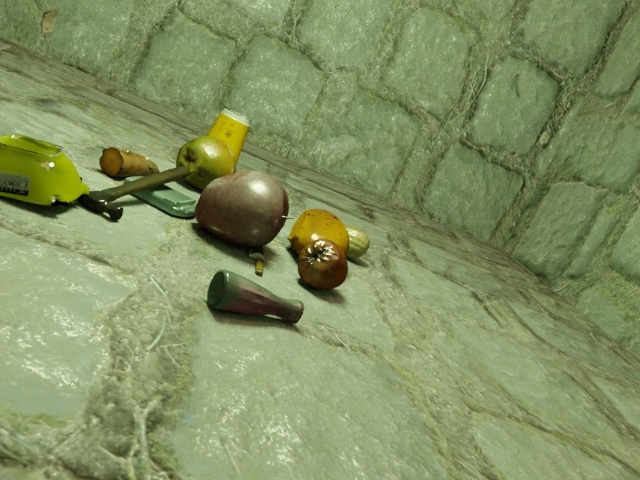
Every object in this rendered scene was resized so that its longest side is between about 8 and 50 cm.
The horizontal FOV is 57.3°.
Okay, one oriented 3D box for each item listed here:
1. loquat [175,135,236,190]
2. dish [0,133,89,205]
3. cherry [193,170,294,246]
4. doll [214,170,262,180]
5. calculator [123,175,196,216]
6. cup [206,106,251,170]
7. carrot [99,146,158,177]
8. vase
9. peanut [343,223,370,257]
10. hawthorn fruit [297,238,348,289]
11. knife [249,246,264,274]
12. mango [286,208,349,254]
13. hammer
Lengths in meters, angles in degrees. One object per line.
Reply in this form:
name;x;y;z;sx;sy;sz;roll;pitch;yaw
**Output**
loquat;-0.408;-0.282;2.166;0.213;0.213;0.246;31;14;27
dish;-0.693;-0.179;1.396;0.263;0.108;0.221;17;20;-1
cherry;-0.222;-0.094;1.722;0.308;0.221;0.261;4;14;6
doll;-0.250;-0.163;2.082;0.196;0.152;0.256;16;13;25
calculator;-0.488;-0.139;1.796;0.246;0.045;0.141;27;14;11
cup;-0.415;-0.424;2.533;0.196;0.279;0.196;26;8;-4
carrot;-0.608;-0.242;1.931;0.102;0.101;0.263;29;8;18
vase;-0.138;0.134;1.302;0.214;0.086;0.086;21;13;-31
peanut;0.058;-0.016;2.141;0.257;0.123;0.123;23;13;12
hawthorn fruit;0.015;0.088;1.668;0.149;0.149;0.189;46;-15;57
knife;-0.181;0.044;1.680;0.046;0.022;0.256;15;15;-10
mango;0.000;0.000;1.888;0.191;0.159;0.290;32;17;-6
hammer;-0.514;-0.156;1.681;0.168;0.044;0.440;28;23;11
